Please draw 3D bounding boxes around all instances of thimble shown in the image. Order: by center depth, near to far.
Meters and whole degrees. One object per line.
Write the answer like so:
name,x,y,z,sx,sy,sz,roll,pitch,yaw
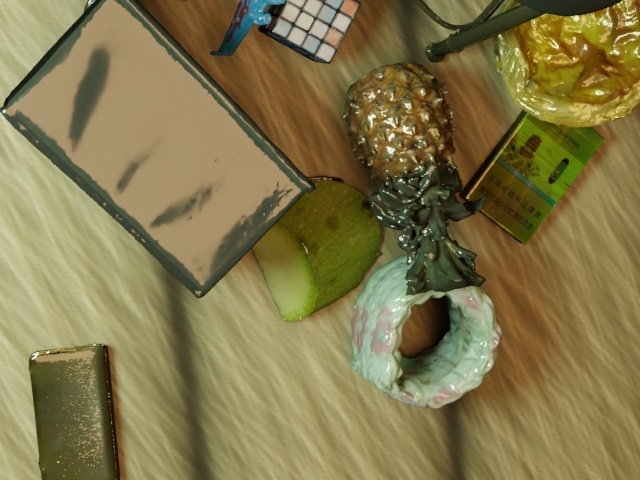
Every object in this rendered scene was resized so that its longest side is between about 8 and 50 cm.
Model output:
thimble,0.139,0.129,1.779,0.211,0.149,0.185,-43,109,-2

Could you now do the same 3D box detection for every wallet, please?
wallet,-0.336,0.243,1.747,0.110,0.031,0.198,-6,102,-12

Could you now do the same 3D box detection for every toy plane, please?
toy plane,-0.077,-0.354,1.597,0.105,0.271,0.254,-9,107,-55

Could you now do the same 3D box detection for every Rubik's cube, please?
Rubik's cube,-0.015,-0.295,1.689,0.092,0.092,0.092,27,94,-16

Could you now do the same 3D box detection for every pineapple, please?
pineapple,0.137,-0.077,1.696,0.170,0.141,0.310,-8,76,-30

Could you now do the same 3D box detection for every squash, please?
squash,0.003,0.006,1.755,0.184,0.085,0.191,-26,107,-7

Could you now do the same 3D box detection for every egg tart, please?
egg tart,0.353,-0.265,1.753,0.241,0.106,0.241,-1,83,9

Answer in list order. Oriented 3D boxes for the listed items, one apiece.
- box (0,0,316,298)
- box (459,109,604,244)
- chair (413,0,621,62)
box,-0.210,-0.129,1.592,0.204,0.251,0.345,-46,107,-2
box,0.304,-0.106,1.833,0.121,0.030,0.193,36,90,-17
chair,0.213,-0.436,1.533,0.365,0.410,0.362,41,89,-24
